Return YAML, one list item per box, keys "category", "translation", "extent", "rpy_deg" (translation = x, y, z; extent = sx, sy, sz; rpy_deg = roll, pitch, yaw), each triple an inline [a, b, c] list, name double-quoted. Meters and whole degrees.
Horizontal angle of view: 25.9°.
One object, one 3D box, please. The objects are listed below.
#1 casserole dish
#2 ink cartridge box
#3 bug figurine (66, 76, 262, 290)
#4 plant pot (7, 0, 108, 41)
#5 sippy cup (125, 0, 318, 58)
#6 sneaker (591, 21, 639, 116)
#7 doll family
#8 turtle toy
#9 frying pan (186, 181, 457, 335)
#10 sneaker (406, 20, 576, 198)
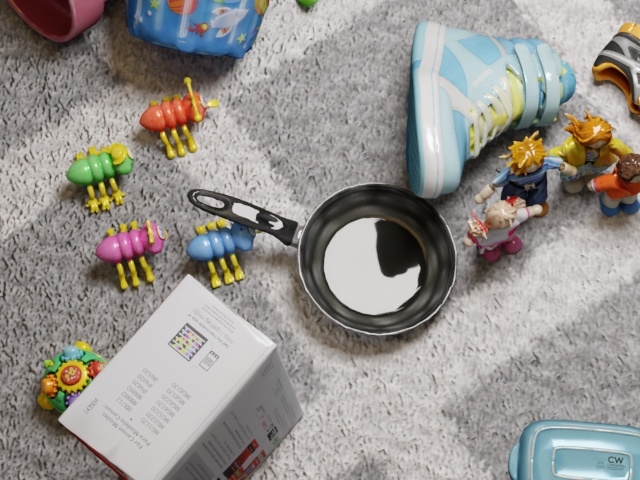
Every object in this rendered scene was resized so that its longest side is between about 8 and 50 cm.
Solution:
- category: "casserole dish"
  translation: [0.315, 0.264, 1.623]
  extent: [0.188, 0.037, 0.114]
  rpy_deg: [5, 71, 5]
- category: "ink cartridge box"
  translation: [-0.164, 0.218, 1.530]
  extent: [0.130, 0.309, 0.272]
  rpy_deg: [38, 77, 16]
- category: "bug figurine"
  translation: [-0.200, -0.064, 1.762]
  extent: [0.216, 0.072, 0.279]
  rpy_deg: [-21, 70, -3]
- category: "plant pot"
  translation: [-0.322, -0.390, 1.838]
  extent: [0.201, 0.201, 0.180]
  rpy_deg: [42, 62, 17]
- category: "sippy cup"
  translation: [-0.148, -0.356, 1.770]
  extent: [0.305, 0.240, 0.224]
  rpy_deg: [13, 106, 1]
- category: "sneaker"
  translation: [0.433, -0.181, 1.756]
  extent: [0.083, 0.084, 0.215]
  rpy_deg: [-39, 62, -7]
- category: "doll family"
  translation: [0.278, -0.080, 1.682]
  extent: [0.263, 0.163, 0.118]
  rpy_deg: [-20, 70, -3]
- category: "turtle toy"
  translation: [-0.282, 0.177, 1.683]
  extent: [0.130, 0.066, 0.095]
  rpy_deg: [29, 75, 14]
- category: "frying pan"
  translation: [0.005, 0.028, 1.704]
  extent: [0.326, 0.053, 0.197]
  rpy_deg: [-3, 72, -6]
- category: "sneaker"
  translation: [0.209, -0.161, 1.688]
  extent: [0.208, 0.127, 0.319]
  rpy_deg: [5, 41, 2]
